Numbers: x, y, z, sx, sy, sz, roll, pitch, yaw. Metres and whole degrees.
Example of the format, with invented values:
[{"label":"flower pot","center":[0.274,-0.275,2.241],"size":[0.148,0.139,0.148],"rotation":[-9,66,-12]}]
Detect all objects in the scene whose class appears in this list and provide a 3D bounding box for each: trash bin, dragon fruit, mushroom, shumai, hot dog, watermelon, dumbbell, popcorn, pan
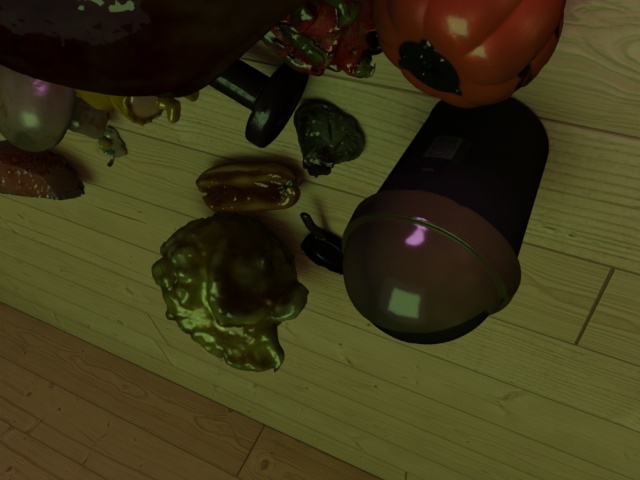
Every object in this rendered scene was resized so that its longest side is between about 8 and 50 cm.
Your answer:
[{"label":"trash bin","center":[0.154,-0.018,0.722],"size":[0.214,0.333,0.214],"rotation":[21,146,15]},{"label":"dragon fruit","center":[0.006,-0.277,0.675],"size":[0.167,0.160,0.172],"rotation":[-31,137,17]},{"label":"mushroom","center":[-0.522,-0.275,1.108],"size":[0.206,0.209,0.206],"rotation":[44,141,51]},{"label":"shumai","center":[-0.001,-0.150,0.904],"size":[0.124,0.087,0.099],"rotation":[33,150,-1]},{"label":"hot dog","center":[-0.139,-0.106,1.102],"size":[0.250,0.068,0.100],"rotation":[1,125,36]},{"label":"watermelon","center":[-0.703,-0.162,1.438],"size":[0.257,0.193,0.139],"rotation":[19,116,26]},{"label":"dumbbell","center":[-0.139,-0.244,0.838],"size":[0.226,0.140,0.124],"rotation":[30,133,0]},{"label":"popcorn","center":[-0.186,0.097,1.230],"size":[0.274,0.279,0.335],"rotation":[-42,107,16]},{"label":"pan","center":[0.001,-0.003,1.153],"size":[0.115,0.040,0.212],"rotation":[14,152,27]}]

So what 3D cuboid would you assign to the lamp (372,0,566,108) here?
[{"label":"lamp","center":[0.153,-0.235,0.585],"size":[0.188,0.163,0.187],"rotation":[37,172,6]}]

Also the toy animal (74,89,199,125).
[{"label":"toy animal","center":[-0.316,-0.271,0.943],"size":[0.230,0.156,0.156],"rotation":[25,148,6]}]

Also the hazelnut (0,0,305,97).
[{"label":"hazelnut","center":[-0.182,-0.347,0.500],"size":[0.402,0.402,0.429],"rotation":[30,111,1]}]

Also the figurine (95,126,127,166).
[{"label":"figurine","center":[-0.458,-0.203,1.253],"size":[0.047,0.050,0.083],"rotation":[14,146,16]}]
